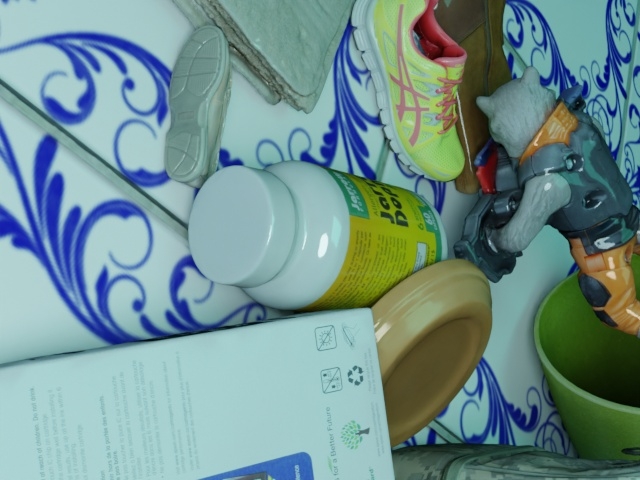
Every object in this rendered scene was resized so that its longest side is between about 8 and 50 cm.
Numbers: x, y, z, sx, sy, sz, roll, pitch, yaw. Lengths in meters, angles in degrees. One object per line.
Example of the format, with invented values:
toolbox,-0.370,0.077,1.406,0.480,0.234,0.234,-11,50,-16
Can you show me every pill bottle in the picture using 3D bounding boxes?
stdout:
pill bottle,0.000,0.000,0.758,0.208,0.118,0.117,10,75,-49

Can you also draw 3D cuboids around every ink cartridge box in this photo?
ink cartridge box,-0.101,0.144,0.612,0.333,0.065,0.165,-5,88,-36

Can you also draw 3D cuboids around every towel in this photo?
towel,-0.066,-0.251,0.773,0.282,0.049,0.187,49,48,-40

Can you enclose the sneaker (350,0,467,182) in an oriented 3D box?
sneaker,0.106,-0.152,0.936,0.081,0.094,0.208,-49,122,-45

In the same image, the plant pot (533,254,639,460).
plant pot,0.406,0.210,1.132,0.274,0.275,0.293,-51,138,-42

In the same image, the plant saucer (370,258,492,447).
plant saucer,0.079,0.106,0.806,0.200,0.037,0.200,-32,144,-27

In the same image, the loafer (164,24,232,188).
loafer,-0.091,-0.101,0.733,0.039,0.045,0.125,31,65,-63

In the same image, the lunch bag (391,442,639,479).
lunch bag,0.194,0.329,0.822,0.213,0.256,0.305,11,75,-49

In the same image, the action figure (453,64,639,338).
action figure,0.299,-0.059,1.008,0.330,0.179,0.341,43,51,-16

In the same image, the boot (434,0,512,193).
boot,0.203,-0.221,1.067,0.264,0.096,0.280,-37,112,-48
